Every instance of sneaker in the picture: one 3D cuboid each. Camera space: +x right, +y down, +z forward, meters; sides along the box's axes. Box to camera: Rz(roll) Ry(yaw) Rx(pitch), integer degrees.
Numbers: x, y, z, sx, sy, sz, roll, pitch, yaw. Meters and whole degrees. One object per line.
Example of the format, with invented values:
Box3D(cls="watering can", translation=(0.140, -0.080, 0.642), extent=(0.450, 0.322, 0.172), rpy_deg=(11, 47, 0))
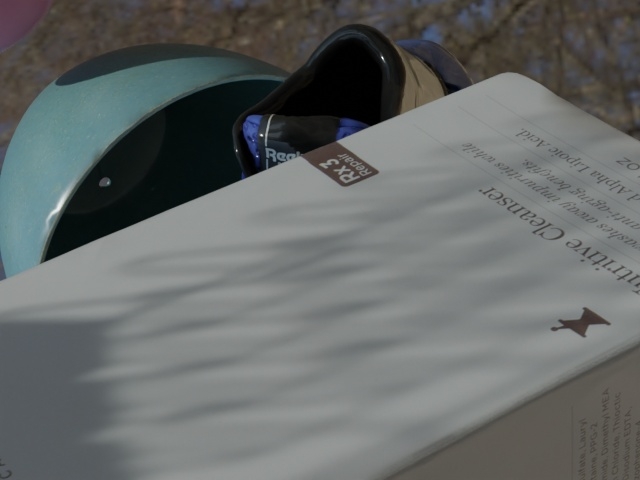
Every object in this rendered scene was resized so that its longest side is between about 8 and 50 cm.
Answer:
Box3D(cls="sneaker", translation=(0.000, -0.001, 0.965), extent=(0.182, 0.127, 0.316), rpy_deg=(25, -105, -64))

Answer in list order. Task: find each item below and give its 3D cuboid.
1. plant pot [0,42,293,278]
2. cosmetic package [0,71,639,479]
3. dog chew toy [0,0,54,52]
Box3D(cls="plant pot", translation=(-0.136, -0.039, 1.186), extent=(0.290, 0.195, 0.290), rpy_deg=(-23, -47, -27))
Box3D(cls="cosmetic package", translation=(0.004, 0.084, 0.652), extent=(0.385, 0.217, 0.156), rpy_deg=(-24, -53, -28))
Box3D(cls="dog chew toy", translation=(-0.236, -0.292, 1.069), extent=(0.206, 0.206, 0.332), rpy_deg=(32, -90, -49))
